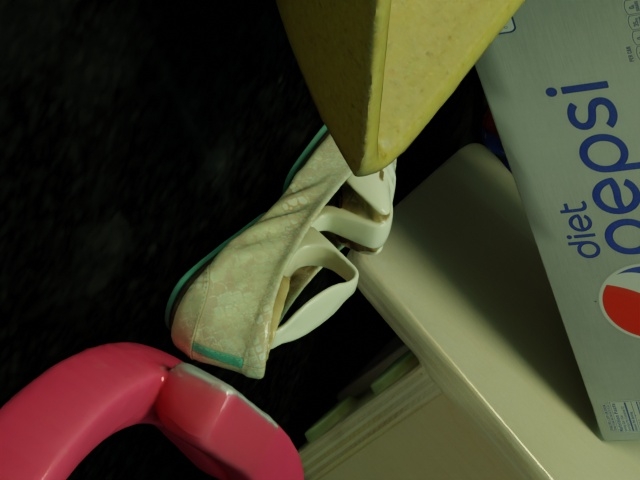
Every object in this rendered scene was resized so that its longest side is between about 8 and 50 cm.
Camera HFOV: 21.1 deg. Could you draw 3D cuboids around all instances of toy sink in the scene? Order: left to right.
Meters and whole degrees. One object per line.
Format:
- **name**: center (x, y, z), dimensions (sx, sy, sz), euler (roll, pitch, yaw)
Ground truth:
- **toy sink**: center (0.086, 0.094, 0.908), dimensions (0.131, 0.234, 0.153), euler (-40, -179, 38)

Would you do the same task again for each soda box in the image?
- **soda box**: center (0.144, -0.040, 0.785), dimensions (0.098, 0.091, 0.286), euler (-71, 147, -46)

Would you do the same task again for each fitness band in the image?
- **fitness band**: center (-0.091, 0.149, 0.671), dimensions (0.209, 0.054, 0.291), euler (-58, 160, -10)

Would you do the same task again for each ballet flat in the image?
- **ballet flat**: center (0.000, 0.000, 0.708), dimensions (0.168, 0.052, 0.057), euler (-49, 157, -39)

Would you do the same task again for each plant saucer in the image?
- **plant saucer**: center (0.073, -0.239, 0.543), dimensions (0.333, 0.081, 0.333), euler (-52, 158, -35)

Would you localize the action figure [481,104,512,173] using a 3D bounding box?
- **action figure**: center (0.157, -0.041, 1.016), dimensions (0.139, 0.091, 0.280), euler (-42, 155, -22)
